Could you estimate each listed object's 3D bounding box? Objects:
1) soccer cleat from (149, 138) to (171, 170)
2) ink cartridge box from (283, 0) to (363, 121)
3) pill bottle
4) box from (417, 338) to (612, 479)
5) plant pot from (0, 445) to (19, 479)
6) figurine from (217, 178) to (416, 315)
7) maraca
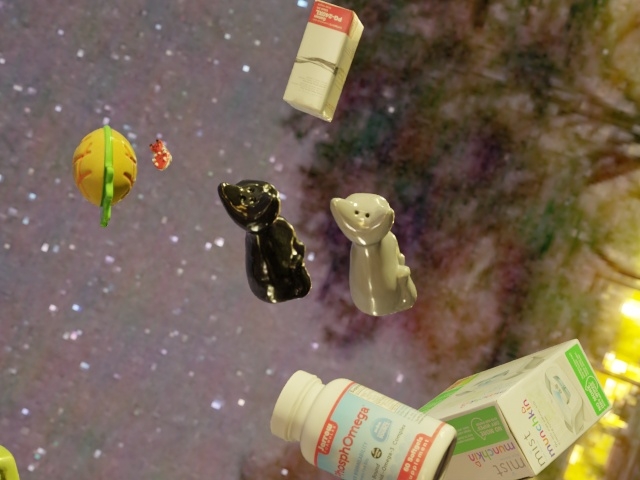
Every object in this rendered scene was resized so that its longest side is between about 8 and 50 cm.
[{"bbox_3d":[-0.235,-0.123,1.618,0.029,0.083,0.035,-36,-56,3],"label":"soccer cleat"},{"bbox_3d":[0.004,-0.255,1.554,0.109,0.063,0.150,4,-75,-82],"label":"ink cartridge box"},{"bbox_3d":[0.039,0.181,1.000,0.087,0.160,0.087,-56,-21,-35],"label":"pill bottle"},{"bbox_3d":[0.259,0.278,1.618,0.231,0.127,0.262,-25,-3,-43],"label":"box"},{"bbox_3d":[-0.539,0.391,1.487,0.227,0.207,0.228,-11,-76,-27],"label":"plant pot"},{"bbox_3d":[0.000,0.000,1.251,0.209,0.215,0.092,69,-149,-59],"label":"figurine"},{"bbox_3d":[-0.333,-0.102,1.674,0.186,0.099,0.127,-109,24,-51],"label":"maraca"}]
